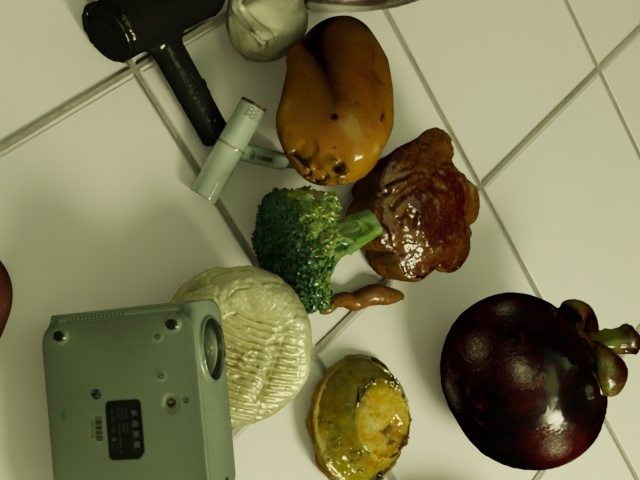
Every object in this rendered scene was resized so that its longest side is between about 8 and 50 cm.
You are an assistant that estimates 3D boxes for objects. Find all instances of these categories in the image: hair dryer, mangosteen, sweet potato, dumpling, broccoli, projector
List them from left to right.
[{"bbox_3d":[-0.216,0.204,1.052,0.108,0.198,0.251,17,67,-78],"label":"projector"},{"bbox_3d":[-0.196,-0.249,1.236,0.197,0.089,0.251,-40,117,-37],"label":"hair dryer"},{"bbox_3d":[-0.095,-0.109,1.300,0.155,0.044,0.183,-59,145,1],"label":"hair dryer"},{"bbox_3d":[-0.085,-0.337,1.302,0.136,0.118,0.199,61,16,-10],"label":"dumpling"},{"bbox_3d":[0.000,0.000,1.273,0.194,0.194,0.220,-9,52,-38],"label":"broccoli"},{"bbox_3d":[0.064,0.094,1.395,0.179,0.044,0.044,-4,85,-37],"label":"sweet potato"},{"bbox_3d":[0.347,0.229,1.434,0.297,0.293,0.297,10,77,-47],"label":"mangosteen"}]

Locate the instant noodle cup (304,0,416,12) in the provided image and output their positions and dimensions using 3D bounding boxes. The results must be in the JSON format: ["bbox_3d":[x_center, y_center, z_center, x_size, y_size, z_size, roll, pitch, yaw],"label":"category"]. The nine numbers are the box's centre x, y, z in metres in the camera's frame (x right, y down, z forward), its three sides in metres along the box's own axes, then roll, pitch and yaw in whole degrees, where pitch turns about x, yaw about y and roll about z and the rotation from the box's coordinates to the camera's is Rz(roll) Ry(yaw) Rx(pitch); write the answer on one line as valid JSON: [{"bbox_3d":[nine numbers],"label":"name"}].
[{"bbox_3d":[0.063,-0.470,1.368,0.250,0.250,0.192,-9,97,-38],"label":"instant noodle cup"}]

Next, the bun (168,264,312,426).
[{"bbox_3d":[-0.123,0.135,1.186,0.220,0.134,0.221,-3,102,-16],"label":"bun"}]

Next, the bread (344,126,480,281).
[{"bbox_3d":[0.153,-0.042,1.424,0.246,0.135,0.232,-44,110,-34],"label":"bread"}]

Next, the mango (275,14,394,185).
[{"bbox_3d":[0.025,-0.205,1.302,0.201,0.152,0.287,28,48,-30],"label":"mango"}]

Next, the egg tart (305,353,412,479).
[{"bbox_3d":[0.072,0.279,1.348,0.212,0.090,0.213,8,78,-41],"label":"egg tart"}]

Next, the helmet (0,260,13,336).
[{"bbox_3d":[-0.417,0.075,0.990,0.155,0.106,0.175,24,73,-32],"label":"helmet"}]
